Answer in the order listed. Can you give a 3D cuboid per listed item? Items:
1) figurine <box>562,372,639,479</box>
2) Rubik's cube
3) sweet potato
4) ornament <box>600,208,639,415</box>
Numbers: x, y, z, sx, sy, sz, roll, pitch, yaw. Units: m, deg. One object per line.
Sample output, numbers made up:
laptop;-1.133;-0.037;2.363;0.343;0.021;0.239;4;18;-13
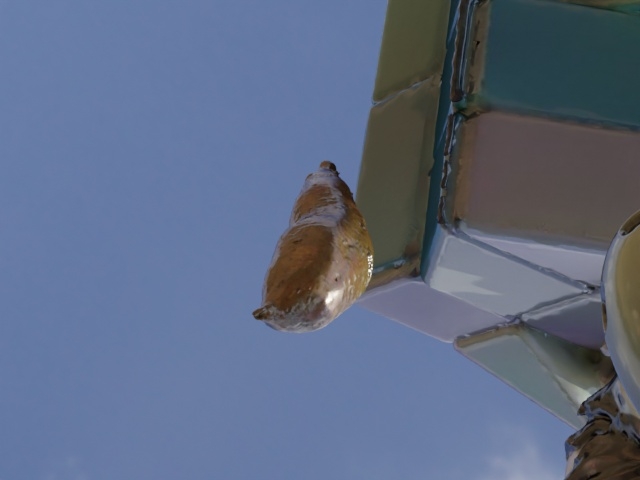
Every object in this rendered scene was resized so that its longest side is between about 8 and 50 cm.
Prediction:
figurine;0.192;0.167;1.095;0.145;0.145;0.222;-112;-151;-46
Rubik's cube;0.212;-0.055;1.409;0.358;0.368;0.387;-20;-125;53
sweet potato;0.006;0.002;1.215;0.068;0.068;0.226;-25;-160;21
ornament;0.135;0.059;0.601;0.075;0.081;0.156;-37;-120;52
